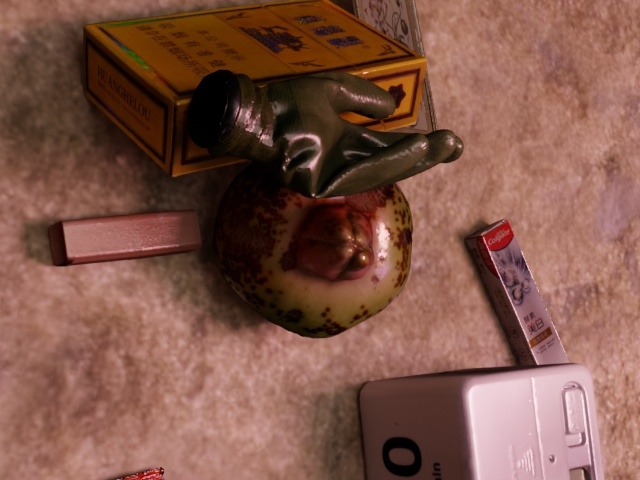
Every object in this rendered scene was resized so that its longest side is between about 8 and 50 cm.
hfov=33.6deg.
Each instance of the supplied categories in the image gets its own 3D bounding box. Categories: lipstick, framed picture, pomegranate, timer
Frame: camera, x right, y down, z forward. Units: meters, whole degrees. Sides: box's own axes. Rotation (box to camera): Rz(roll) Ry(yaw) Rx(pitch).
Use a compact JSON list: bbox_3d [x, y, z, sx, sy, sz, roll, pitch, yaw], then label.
[{"bbox_3d":[-0.196,-0.003,1.074,0.145,0.045,0.045,-6,83,-32],"label":"lipstick"},{"bbox_3d":[0.088,-0.223,1.267,0.173,0.010,0.231,-6,86,-60],"label":"framed picture"},{"bbox_3d":[0.000,0.000,1.081,0.214,0.248,0.214,-1,96,-11],"label":"pomegranate"},{"bbox_3d":[0.179,0.242,1.183,0.194,0.195,0.192,-2,83,-33],"label":"timer"}]

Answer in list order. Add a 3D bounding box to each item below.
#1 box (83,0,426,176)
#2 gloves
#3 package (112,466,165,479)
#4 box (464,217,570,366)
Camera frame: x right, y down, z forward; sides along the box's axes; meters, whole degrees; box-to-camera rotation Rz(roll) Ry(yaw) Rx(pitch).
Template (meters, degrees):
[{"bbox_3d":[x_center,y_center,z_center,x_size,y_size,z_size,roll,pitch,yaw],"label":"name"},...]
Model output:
[{"bbox_3d":[-0.066,-0.168,1.094,0.301,0.193,0.084,-15,130,-33],"label":"box"},{"bbox_3d":[0.007,-0.096,0.981,0.268,0.107,0.135,6,64,-26],"label":"gloves"},{"bbox_3d":[-0.178,0.331,1.045,0.083,0.022,0.200,-7,87,-32],"label":"package"},{"bbox_3d":[0.252,0.082,1.347,0.055,0.039,0.218,-29,98,-31],"label":"box"}]
